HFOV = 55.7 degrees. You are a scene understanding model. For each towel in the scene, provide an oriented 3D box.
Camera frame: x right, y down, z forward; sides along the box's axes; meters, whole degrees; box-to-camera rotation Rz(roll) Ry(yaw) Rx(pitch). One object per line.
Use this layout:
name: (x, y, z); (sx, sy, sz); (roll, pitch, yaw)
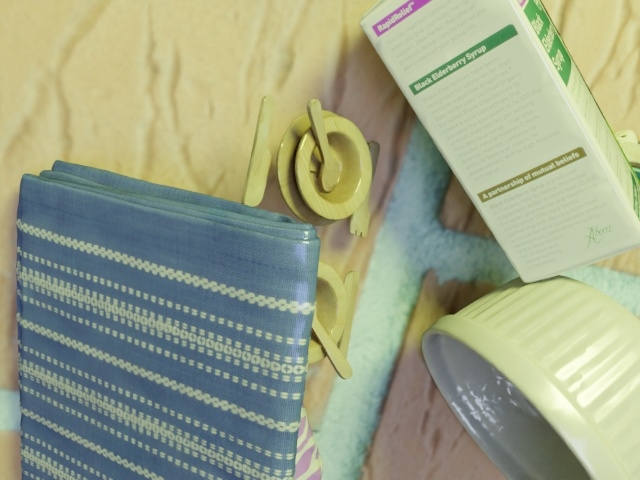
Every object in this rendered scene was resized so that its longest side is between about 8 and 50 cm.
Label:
towel: (-0.120, 0.125, 0.423); (0.243, 0.040, 0.335); (13, 105, 26)

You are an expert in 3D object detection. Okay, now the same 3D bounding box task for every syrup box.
syrup box: (0.139, -0.096, 0.442); (0.096, 0.093, 0.236); (-25, 108, 34)

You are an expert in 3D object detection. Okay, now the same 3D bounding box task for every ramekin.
ramekin: (0.188, 0.124, 0.482); (0.109, 0.207, 0.207); (-34, 109, -12)

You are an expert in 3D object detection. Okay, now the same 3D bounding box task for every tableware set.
tableware set: (0.000, 0.000, 0.438); (0.128, 0.039, 0.194); (13, 85, -43)

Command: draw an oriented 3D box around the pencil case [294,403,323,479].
pencil case: (-0.057, 0.116, 0.485); (0.086, 0.088, 0.206); (-4, 109, 26)

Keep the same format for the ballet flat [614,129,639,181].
ballet flat: (0.279, -0.071, 0.537); (0.168, 0.057, 0.052); (6, 73, -18)
